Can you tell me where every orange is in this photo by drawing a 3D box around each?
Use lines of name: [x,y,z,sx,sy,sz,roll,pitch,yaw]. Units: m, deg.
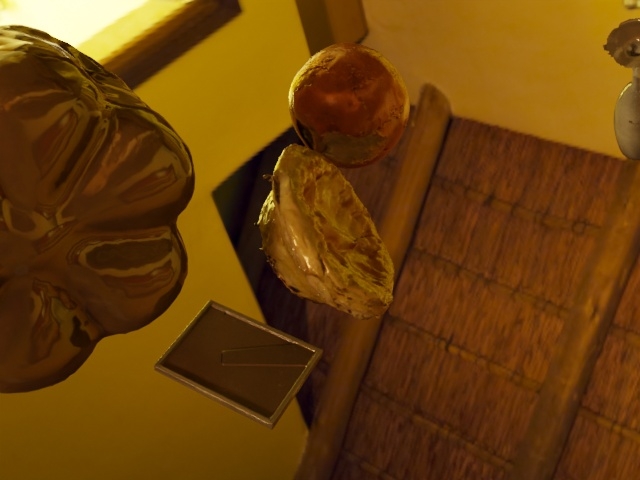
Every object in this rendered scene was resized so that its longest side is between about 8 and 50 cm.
orange: [0.054,-0.258,1.607,0.240,0.240,0.240,-10,-139,9]

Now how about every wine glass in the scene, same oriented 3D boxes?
wine glass: [0.361,-0.164,0.952,0.066,0.198,0.066,-9,-119,18]

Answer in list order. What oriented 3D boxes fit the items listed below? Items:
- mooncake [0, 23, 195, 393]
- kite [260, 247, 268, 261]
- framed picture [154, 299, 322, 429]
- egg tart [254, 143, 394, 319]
mooncake: [-0.406,-0.041,1.123,0.467,0.467,0.262,-30,-143,-14]
kite: [-0.017,0.017,1.658,0.244,0.006,0.198,6,-156,38]
framed picture: [-0.119,0.177,1.230,0.203,0.015,0.150,22,-131,18]
egg tart: [0.000,0.000,1.379,0.132,0.341,0.341,-29,-143,19]
